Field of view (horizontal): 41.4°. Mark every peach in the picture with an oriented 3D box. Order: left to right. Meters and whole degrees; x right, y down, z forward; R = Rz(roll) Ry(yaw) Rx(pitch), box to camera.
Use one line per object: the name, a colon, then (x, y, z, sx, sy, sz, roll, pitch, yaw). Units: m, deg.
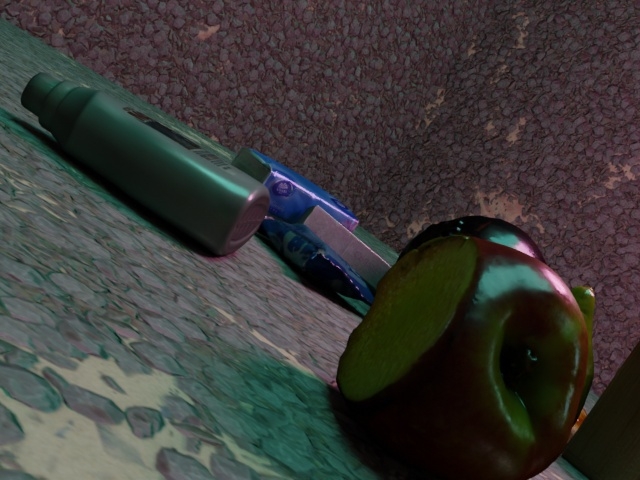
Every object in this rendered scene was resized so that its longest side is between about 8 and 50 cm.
peach: (0.138, 0.130, 0.887, 0.274, 0.248, 0.245, 13, -51, 66)

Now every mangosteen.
mangosteen: (0.299, 0.104, 1.668, 0.330, 0.330, 0.330, 33, 5, -3)

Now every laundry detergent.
laundry detergent: (-0.275, -0.129, 1.317, 0.398, 0.125, 0.264, 31, 6, 3)

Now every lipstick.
lipstick: (0.084, 0.050, 1.806, 0.317, 0.066, 0.068, 40, -17, -13)

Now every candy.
candy: (-0.012, 0.033, 1.666, 0.187, 0.077, 0.331, 40, -1, -32)

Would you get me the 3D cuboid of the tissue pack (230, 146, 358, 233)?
tissue pack: (-0.076, -0.079, 1.899, 0.263, 0.146, 0.198, 30, 6, -33)

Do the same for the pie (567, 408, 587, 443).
pie: (0.447, 0.322, 1.687, 0.205, 0.084, 0.179, 38, 6, 22)

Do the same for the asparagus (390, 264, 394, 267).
asparagus: (0.290, 0.148, 2.439, 0.343, 0.082, 0.085, 31, 42, -16)

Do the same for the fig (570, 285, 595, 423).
fig: (0.398, 0.200, 1.471, 0.206, 0.275, 0.206, 34, 5, -4)

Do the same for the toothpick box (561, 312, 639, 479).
toothpick box: (0.585, 0.302, 1.470, 0.190, 0.308, 0.187, 27, 8, -44)
